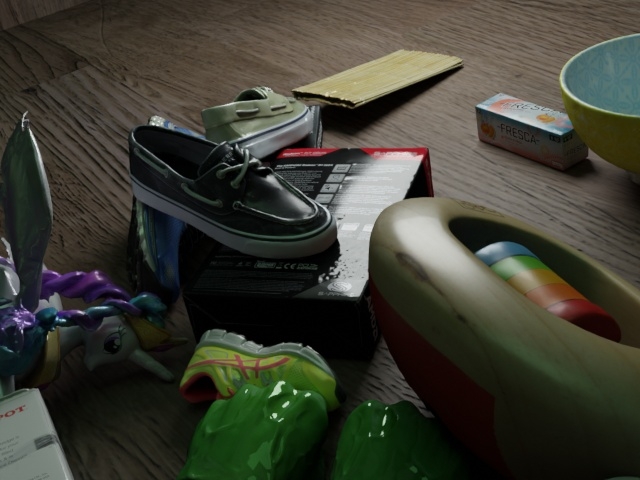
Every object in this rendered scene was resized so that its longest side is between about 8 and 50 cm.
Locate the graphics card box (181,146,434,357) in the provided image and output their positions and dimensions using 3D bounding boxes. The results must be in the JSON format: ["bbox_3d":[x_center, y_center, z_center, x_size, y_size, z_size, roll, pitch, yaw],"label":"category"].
[{"bbox_3d":[0.000,0.000,1.234,0.232,0.094,0.371,1,33,19],"label":"graphics card box"}]

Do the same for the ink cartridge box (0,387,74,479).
[{"bbox_3d":[-0.320,0.261,0.918,0.158,0.092,0.218,-22,35,-17],"label":"ink cartridge box"}]

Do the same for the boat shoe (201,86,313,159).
[{"bbox_3d":[-0.088,-0.184,1.410,0.109,0.094,0.302,-8,15,19],"label":"boat shoe"}]

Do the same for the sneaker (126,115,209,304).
[{"bbox_3d":[-0.192,-0.048,1.324,0.147,0.130,0.330,9,48,-9],"label":"sneaker"}]

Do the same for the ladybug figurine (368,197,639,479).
[{"bbox_3d":[0.191,0.098,0.900,0.305,0.162,0.449,11,21,-26],"label":"ladybug figurine"}]

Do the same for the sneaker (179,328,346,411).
[{"bbox_3d":[-0.067,0.163,1.020,0.208,0.081,0.094,5,41,36],"label":"sneaker"}]

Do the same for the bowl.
[{"bbox_3d":[0.478,-0.163,1.283,0.289,0.156,0.289,-9,31,5],"label":"bowl"}]

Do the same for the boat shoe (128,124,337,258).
[{"bbox_3d":[-0.115,-0.071,1.165,0.301,0.102,0.108,23,46,25],"label":"boat shoe"}]

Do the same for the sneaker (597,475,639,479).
[{"bbox_3d":[0.292,0.234,0.665,0.234,0.097,0.084,24,76,-8],"label":"sneaker"}]

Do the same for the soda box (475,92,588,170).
[{"bbox_3d":[0.320,-0.168,1.430,0.058,0.063,0.183,-29,36,-25],"label":"soda box"}]

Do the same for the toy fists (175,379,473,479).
[{"bbox_3d":[0.005,0.214,0.893,0.279,0.096,0.142,5,42,22],"label":"toy fists"}]

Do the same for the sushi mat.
[{"bbox_3d":[0.110,-0.298,1.706,0.151,0.019,0.316,18,34,41],"label":"sushi mat"}]

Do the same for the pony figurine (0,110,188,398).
[{"bbox_3d":[-0.382,0.074,1.118,0.363,0.303,0.351,-21,65,-22],"label":"pony figurine"}]

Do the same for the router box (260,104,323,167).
[{"bbox_3d":[-0.066,-0.165,1.564,0.133,0.046,0.179,-6,32,7],"label":"router box"}]
